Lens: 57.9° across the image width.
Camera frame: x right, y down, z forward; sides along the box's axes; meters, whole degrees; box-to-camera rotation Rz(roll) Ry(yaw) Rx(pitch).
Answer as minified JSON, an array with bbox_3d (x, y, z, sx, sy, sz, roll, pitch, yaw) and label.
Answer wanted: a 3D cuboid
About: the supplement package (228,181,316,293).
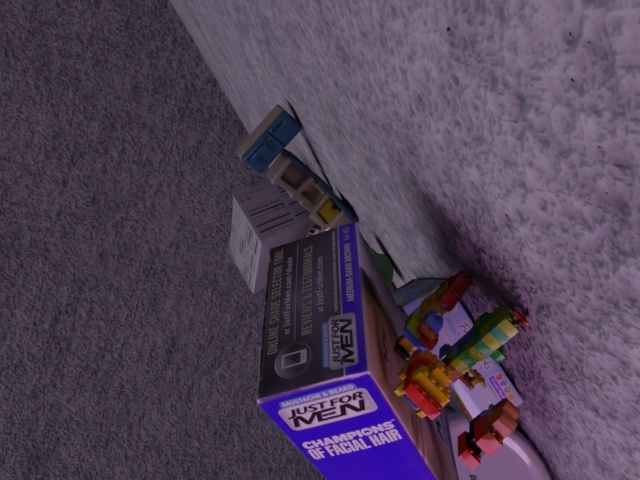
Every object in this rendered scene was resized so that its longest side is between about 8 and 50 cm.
[{"bbox_3d":[-0.104,-0.020,1.448,0.145,0.204,0.262,57,155,22],"label":"supplement package"}]

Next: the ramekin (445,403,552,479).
[{"bbox_3d":[0.192,0.355,0.788,0.273,0.272,0.127,57,164,16],"label":"ramekin"}]

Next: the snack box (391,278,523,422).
[{"bbox_3d":[0.164,0.141,0.778,0.175,0.070,0.207,58,178,1],"label":"snack box"}]

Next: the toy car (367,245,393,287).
[{"bbox_3d":[0.131,0.096,1.007,0.225,0.053,0.239,59,176,4],"label":"toy car"}]

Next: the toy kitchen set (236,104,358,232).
[{"bbox_3d":[-0.025,-0.124,1.089,0.207,0.122,0.166,35,-168,-39],"label":"toy kitchen set"}]

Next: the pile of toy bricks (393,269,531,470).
[{"bbox_3d":[0.140,0.096,0.521,0.118,0.105,0.212,44,-163,1],"label":"pile of toy bricks"}]

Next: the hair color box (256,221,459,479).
[{"bbox_3d":[0.057,0.168,0.621,0.185,0.110,0.339,-91,-24,-48],"label":"hair color box"}]

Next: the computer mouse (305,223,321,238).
[{"bbox_3d":[0.000,0.000,1.223,0.042,0.193,0.106,13,-158,-37],"label":"computer mouse"}]

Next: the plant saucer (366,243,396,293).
[{"bbox_3d":[0.096,0.102,1.305,0.332,0.084,0.332,58,177,5],"label":"plant saucer"}]
